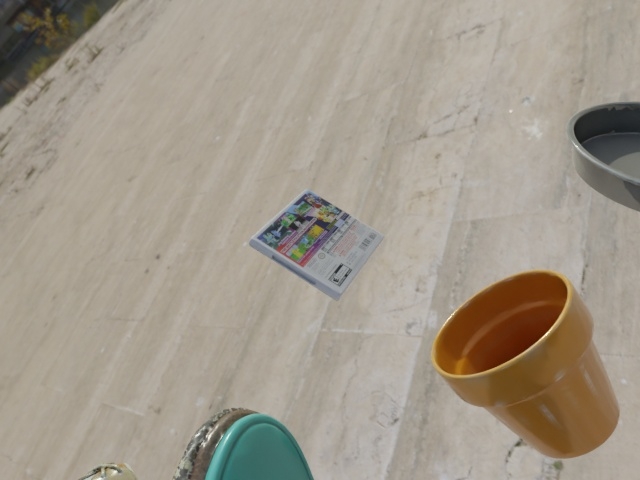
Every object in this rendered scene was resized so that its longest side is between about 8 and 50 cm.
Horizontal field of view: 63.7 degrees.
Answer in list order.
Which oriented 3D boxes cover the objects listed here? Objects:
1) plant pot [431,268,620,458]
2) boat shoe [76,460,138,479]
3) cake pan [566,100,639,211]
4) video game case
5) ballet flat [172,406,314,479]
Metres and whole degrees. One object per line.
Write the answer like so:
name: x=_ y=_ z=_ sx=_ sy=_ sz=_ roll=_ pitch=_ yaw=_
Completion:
plant pot: x=0.286 y=0.174 z=0.685 sx=0.205 sy=0.188 sz=0.205 roll=-38 pitch=10 yaw=8
boat shoe: x=-0.280 y=0.340 z=0.666 sx=0.113 sy=0.302 sz=0.103 roll=-10 pitch=55 yaw=46
cake pan: x=0.499 y=-0.116 z=0.731 sx=0.293 sy=0.054 sz=0.293 roll=0 pitch=38 yaw=0
video game case: x=0.000 y=0.000 z=0.931 sx=0.201 sy=0.183 sz=0.023 roll=-48 pitch=-14 yaw=-47
ballet flat: x=-0.036 y=0.365 z=0.317 sx=0.182 sy=0.164 sz=0.482 roll=-36 pitch=64 yaw=28
